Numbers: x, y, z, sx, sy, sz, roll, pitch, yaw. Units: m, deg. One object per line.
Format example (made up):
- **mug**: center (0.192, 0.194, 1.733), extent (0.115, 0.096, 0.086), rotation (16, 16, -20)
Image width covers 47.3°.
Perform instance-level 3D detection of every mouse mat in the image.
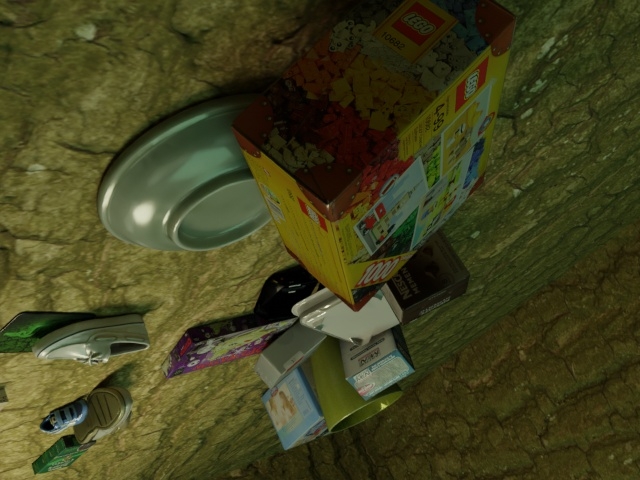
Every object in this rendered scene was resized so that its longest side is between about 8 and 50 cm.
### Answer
- **mouse mat**: center (-0.569, 0.188, 1.480), extent (0.153, 0.007, 0.190), rotation (-39, 157, 22)

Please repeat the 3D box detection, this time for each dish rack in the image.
- **dish rack**: center (0.115, 0.192, 1.965), extent (0.286, 0.072, 0.333), rotation (-29, 147, 24)

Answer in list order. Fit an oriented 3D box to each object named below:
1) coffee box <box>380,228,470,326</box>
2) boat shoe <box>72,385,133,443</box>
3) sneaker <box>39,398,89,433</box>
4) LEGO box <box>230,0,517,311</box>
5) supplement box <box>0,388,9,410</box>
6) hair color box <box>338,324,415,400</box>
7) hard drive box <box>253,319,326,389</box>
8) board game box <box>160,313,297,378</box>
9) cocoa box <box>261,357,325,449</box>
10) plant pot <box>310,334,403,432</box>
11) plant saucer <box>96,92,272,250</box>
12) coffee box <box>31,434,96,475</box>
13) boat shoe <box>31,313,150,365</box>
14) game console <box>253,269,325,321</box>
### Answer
- **coffee box**: center (0.177, 0.013, 1.604), extent (0.168, 0.297, 0.119), rotation (-26, 158, -6)
- **boat shoe**: center (-0.561, 0.454, 1.948), extent (0.103, 0.113, 0.302), rotation (-9, 162, -42)
- **sneaker**: center (-0.666, 0.461, 1.899), extent (0.144, 0.053, 0.059), rotation (-35, 155, 11)
- **LEGO box**: center (0.099, -0.136, 1.193), extent (0.372, 0.193, 0.500), rotation (-45, 160, -10)
- **supplement box**: center (-0.747, 0.372, 1.625), extent (0.098, 0.036, 0.062), rotation (-42, 155, 29)
- **hair color box**: center (0.154, 0.301, 2.182), extent (0.174, 0.347, 0.105), rotation (-34, 113, 11)
- **hard drive box**: center (-0.095, 0.334, 2.168), extent (0.181, 0.089, 0.232), rotation (-38, 170, -21)
- **board game box**: center (-0.246, 0.277, 2.014), extent (0.347, 0.056, 0.208), rotation (-10, 156, -39)
- **cocoa box**: center (-0.027, 0.579, 2.683), extent (0.228, 0.231, 0.347), rotation (-13, 153, -34)
- **plant pot**: center (0.084, 0.443, 2.439), extent (0.275, 0.293, 0.275), rotation (-25, 158, -11)
- **plant saucer**: center (-0.171, -0.080, 1.248), extent (0.401, 0.100, 0.400), rotation (-24, 157, -11)
- **coffee box**: center (-0.763, 0.635, 2.175), extent (0.184, 0.040, 0.113), rotation (-40, 156, 26)
- **boat shoe**: center (-0.473, 0.219, 1.544), extent (0.258, 0.084, 0.095), rotation (-11, 154, -44)
- **game console**: center (0.010, 0.133, 1.934), extent (0.361, 0.044, 0.213), rotation (-7, 152, -22)
